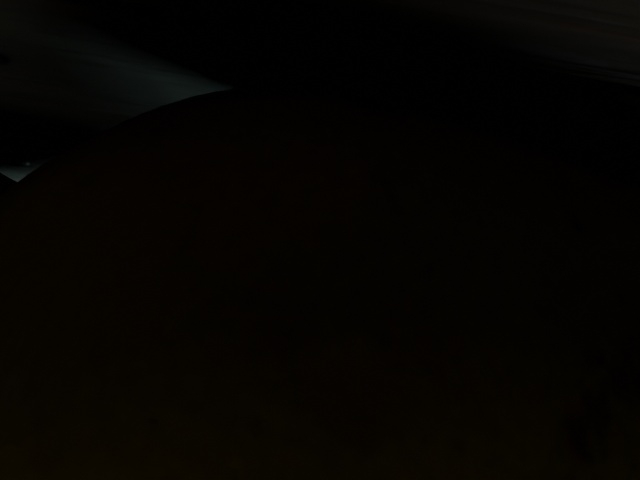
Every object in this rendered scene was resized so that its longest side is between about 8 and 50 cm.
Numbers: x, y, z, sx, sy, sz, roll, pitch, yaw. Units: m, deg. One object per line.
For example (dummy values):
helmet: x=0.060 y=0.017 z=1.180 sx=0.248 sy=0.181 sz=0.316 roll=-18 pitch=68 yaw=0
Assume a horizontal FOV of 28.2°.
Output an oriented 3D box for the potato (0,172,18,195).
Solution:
potato: x=-0.217 y=0.030 z=0.583 sx=0.280 sy=0.212 sz=0.330 roll=-16 pitch=-169 yaw=-9

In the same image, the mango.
mango: x=0.036 y=0.075 z=0.455 sx=0.378 sy=0.263 sz=0.221 roll=-7 pitch=-175 yaw=-32
